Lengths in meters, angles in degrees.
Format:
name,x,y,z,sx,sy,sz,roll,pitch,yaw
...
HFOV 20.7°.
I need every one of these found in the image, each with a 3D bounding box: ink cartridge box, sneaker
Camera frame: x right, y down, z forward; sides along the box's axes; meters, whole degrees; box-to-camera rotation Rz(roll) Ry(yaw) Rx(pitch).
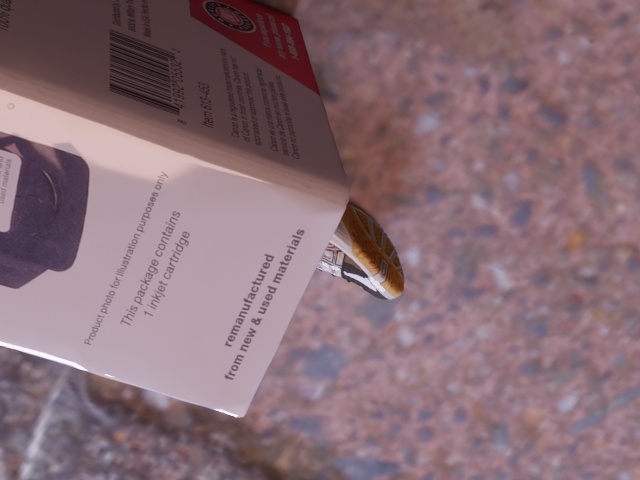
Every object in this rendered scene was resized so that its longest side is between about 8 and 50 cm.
name,x,y,z,sx,sy,sz,roll,pitch,yaw
ink cartridge box,-0.124,-0.051,0.631,0.237,0.172,0.100,19,113,-17
sneaker,0.000,0.000,0.760,0.083,0.032,0.037,42,119,-19
